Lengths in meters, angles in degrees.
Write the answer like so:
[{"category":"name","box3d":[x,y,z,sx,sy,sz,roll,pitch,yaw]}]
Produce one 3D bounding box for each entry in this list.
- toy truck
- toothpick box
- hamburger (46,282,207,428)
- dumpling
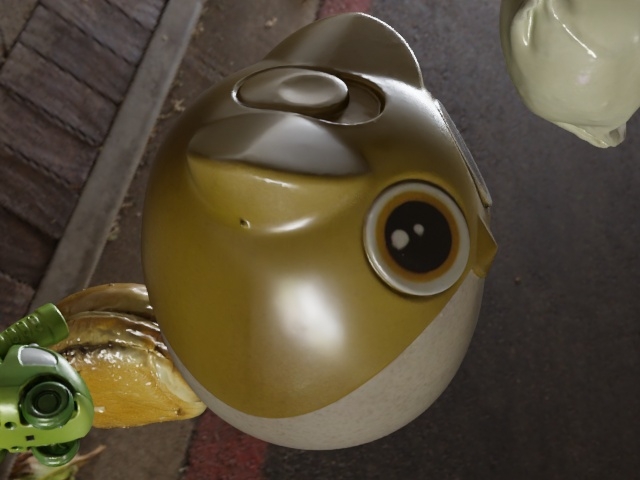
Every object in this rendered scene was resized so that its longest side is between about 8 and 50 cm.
[{"category":"toy truck","box3d":[-0.398,0.187,1.177,0.187,0.148,0.210,-16,57,-20]},{"category":"toothpick box","box3d":[0.000,0.000,1.069,0.409,0.409,0.425,-57,153,-44]},{"category":"hamburger","box3d":[-0.342,0.208,1.570,0.304,0.284,0.174,66,13,-47]},{"category":"dumpling","box3d":[0.213,-0.172,0.710,0.250,0.132,0.162,43,67,-57]}]
